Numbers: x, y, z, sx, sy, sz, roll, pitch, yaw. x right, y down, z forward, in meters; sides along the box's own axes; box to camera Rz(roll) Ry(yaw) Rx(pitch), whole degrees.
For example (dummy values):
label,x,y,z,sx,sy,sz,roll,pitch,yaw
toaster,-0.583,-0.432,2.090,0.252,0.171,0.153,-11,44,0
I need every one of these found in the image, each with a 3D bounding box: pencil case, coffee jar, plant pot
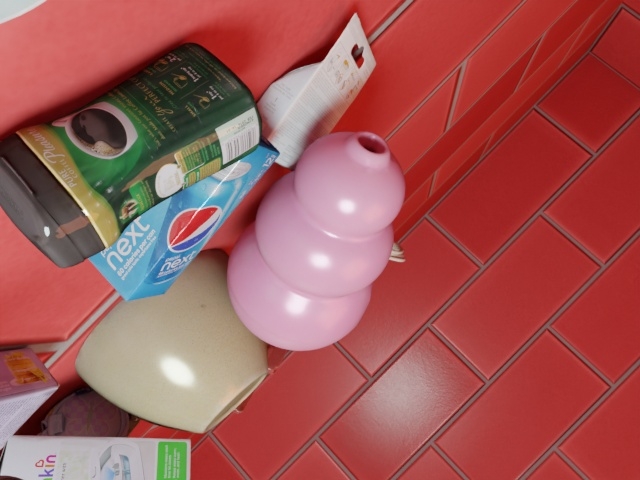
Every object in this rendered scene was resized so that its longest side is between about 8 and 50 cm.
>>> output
label,x,y,z,sx,sy,sz,roll,pitch,yaw
pencil case,-0.402,0.351,0.829,0.124,0.113,0.273,-13,149,-38
coffee jar,-0.140,-0.065,0.368,0.184,0.096,0.079,-39,163,-24
plant pot,-0.192,0.179,0.773,0.284,0.191,0.284,-43,168,-12

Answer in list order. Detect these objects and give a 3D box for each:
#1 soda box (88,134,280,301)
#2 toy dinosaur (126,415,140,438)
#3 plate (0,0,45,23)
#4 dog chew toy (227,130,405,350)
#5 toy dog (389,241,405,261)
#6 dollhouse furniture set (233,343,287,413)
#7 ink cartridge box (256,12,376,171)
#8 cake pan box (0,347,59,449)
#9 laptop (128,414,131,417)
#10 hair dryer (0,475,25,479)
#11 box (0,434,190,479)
label,x,y,z,sx,sy,sz,roll,pitch,yaw
soda box,-0.141,-0.037,0.510,0.210,0.071,0.067,-48,168,14
toy dinosaur,-0.335,0.321,0.991,0.268,0.064,0.118,-66,163,-1
plate,-0.155,-0.162,0.178,0.188,0.024,0.188,-43,167,-12
dog chew toy,0.000,0.000,0.645,0.207,0.207,0.331,-34,160,-43
toy dog,0.024,0.063,1.037,0.334,0.220,0.160,-18,134,-65
dollhouse furniture set,-0.146,0.206,1.207,0.201,0.152,0.374,-54,-178,34
ink cartridge box,-0.011,-0.173,0.597,0.179,0.045,0.145,-56,166,7
cake pan box,-0.421,0.220,0.451,0.267,0.070,0.246,-46,165,4
laptop,-0.501,0.541,1.056,0.137,0.264,0.234,-10,-176,27
hair dryer,-0.353,0.205,0.284,0.293,0.223,0.080,-43,-169,-1
box,-0.334,0.382,0.694,0.231,0.126,0.262,13,135,-27
